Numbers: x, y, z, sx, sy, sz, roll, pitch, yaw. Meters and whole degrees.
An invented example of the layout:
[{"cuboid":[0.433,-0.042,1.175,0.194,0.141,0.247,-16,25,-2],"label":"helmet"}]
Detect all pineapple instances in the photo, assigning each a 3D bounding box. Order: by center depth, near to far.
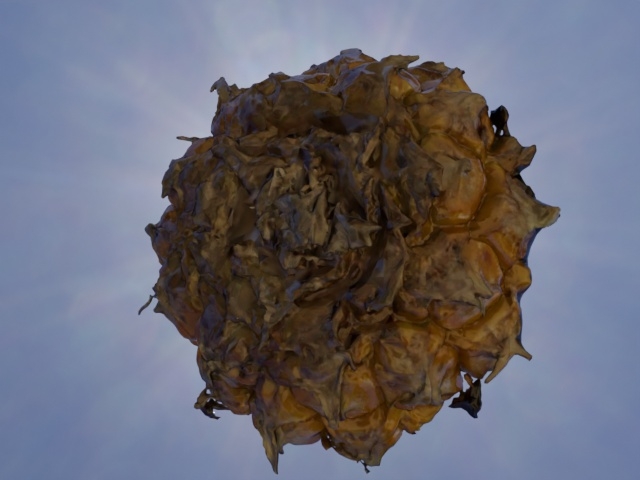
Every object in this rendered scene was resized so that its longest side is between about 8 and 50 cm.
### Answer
[{"cuboid":[0.000,0.000,0.633,0.076,0.225,0.224,24,-138,-55],"label":"pineapple"}]
